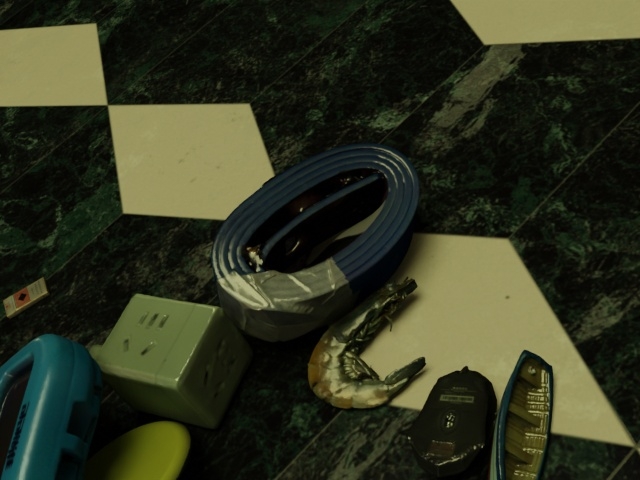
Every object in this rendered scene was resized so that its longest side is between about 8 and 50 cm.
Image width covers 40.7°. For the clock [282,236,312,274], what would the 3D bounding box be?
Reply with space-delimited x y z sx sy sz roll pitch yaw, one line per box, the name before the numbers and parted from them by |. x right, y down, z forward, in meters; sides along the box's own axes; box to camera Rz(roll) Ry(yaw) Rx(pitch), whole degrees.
clock | -0.058 0.012 1.395 0.110 0.050 0.152 10 57 32

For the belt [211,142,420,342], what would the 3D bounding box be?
belt | 0.000 0.000 1.286 0.347 0.117 0.212 -35 67 -20

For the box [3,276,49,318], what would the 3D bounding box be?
box | -0.534 0.104 1.567 0.083 0.012 0.046 -31 46 -5

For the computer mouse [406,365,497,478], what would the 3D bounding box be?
computer mouse | 0.172 0.234 1.089 0.099 0.057 0.172 -1 39 27

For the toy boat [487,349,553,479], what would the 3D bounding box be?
toy boat | 0.238 0.243 1.045 0.046 0.080 0.228 -30 34 51

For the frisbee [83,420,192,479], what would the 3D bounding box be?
frisbee | -0.277 0.329 1.178 0.236 0.017 0.236 -27 22 12

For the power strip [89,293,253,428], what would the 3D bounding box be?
power strip | -0.237 0.173 1.276 0.224 0.139 0.140 7 56 30

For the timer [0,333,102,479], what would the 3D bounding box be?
timer | -0.413 0.311 1.170 0.309 0.115 0.340 -35 40 42

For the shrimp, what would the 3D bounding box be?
shrimp | 0.080 0.149 1.215 0.217 0.051 0.150 -47 51 -8
